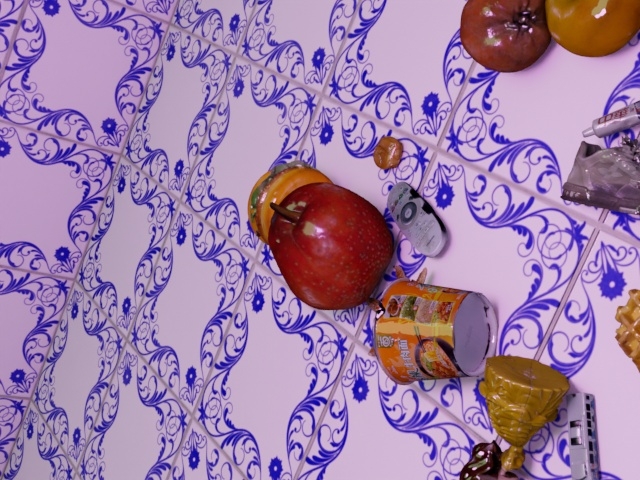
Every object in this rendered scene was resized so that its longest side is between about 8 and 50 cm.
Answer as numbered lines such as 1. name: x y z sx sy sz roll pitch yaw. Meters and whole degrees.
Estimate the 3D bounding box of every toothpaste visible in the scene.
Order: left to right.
1. toothpaste: 0.602 -0.241 1.805 0.233 0.038 0.060 -21 53 28

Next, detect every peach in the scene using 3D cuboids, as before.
1. peach: 0.546 -0.482 1.894 0.251 0.153 0.251 -47 32 42

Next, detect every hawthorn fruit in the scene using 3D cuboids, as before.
1. hawthorn fruit: 0.000 0.000 2.232 0.285 0.369 0.285 -19 54 29
2. hawthorn fruit: 0.376 -0.457 2.068 0.251 0.199 0.199 13 89 68

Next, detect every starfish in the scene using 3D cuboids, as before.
1. starfish: 0.169 0.152 2.185 0.236 0.062 0.277 -62 16 7

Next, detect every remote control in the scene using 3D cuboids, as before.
1. remote control: 0.224 -0.051 2.224 0.097 0.045 0.256 -55 40 22

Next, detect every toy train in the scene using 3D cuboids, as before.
1. toy train: 0.483 0.386 1.771 0.043 0.047 0.207 -21 62 47

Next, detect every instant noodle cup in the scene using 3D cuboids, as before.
1. instant noodle cup: 0.245 0.192 1.997 0.182 0.230 0.230 -1 78 40

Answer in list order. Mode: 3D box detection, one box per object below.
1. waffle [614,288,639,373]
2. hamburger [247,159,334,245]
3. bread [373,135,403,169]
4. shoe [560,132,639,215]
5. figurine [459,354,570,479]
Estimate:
1. waffle: 0.626 0.144 1.665 0.219 0.057 0.229 -52 44 26
2. hamburger: -0.079 -0.088 2.457 0.170 0.246 0.246 21 95 53
3. bread: 0.166 -0.214 2.342 0.083 0.046 0.081 -44 51 32
4. shoe: 0.569 -0.123 1.771 0.293 0.109 0.149 15 96 56
5. figurine: 0.360 0.397 1.851 0.187 0.168 0.315 -133 53 -70
